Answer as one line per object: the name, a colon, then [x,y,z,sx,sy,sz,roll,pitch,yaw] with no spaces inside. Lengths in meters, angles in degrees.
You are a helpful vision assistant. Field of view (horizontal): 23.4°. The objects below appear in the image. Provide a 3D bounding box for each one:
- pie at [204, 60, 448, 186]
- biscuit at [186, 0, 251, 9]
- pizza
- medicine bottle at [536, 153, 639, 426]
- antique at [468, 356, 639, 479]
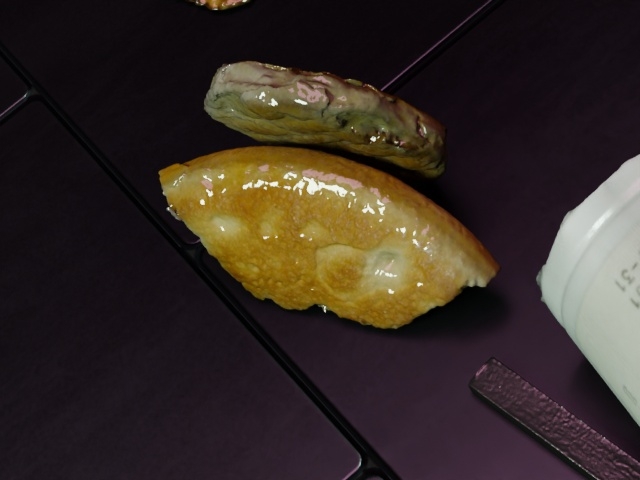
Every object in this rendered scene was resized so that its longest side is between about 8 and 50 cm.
pie: [0.010,-0.087,1.167,0.195,0.195,0.046,13,83,24]
biscuit: [-0.109,-0.329,1.459,0.236,0.013,0.232,24,70,27]
pizza: [0.004,-0.004,1.168,0.271,0.134,0.056,7,35,20]
medicine bottle: [0.304,0.097,0.966,0.190,0.190,0.332,-33,56,-3]
antique: [0.184,0.145,1.081,0.192,0.015,0.031,37,75,31]
